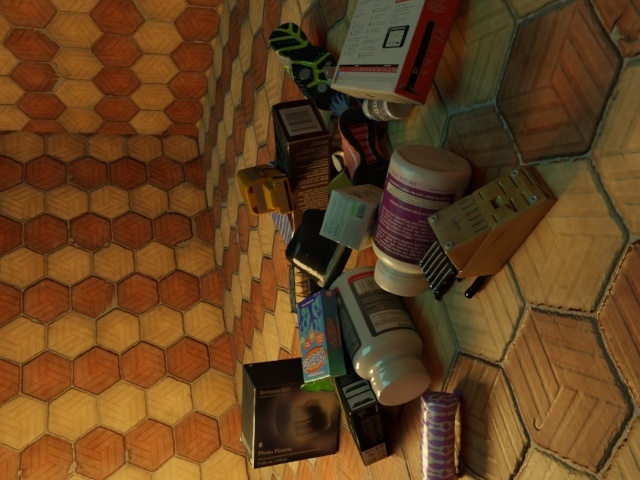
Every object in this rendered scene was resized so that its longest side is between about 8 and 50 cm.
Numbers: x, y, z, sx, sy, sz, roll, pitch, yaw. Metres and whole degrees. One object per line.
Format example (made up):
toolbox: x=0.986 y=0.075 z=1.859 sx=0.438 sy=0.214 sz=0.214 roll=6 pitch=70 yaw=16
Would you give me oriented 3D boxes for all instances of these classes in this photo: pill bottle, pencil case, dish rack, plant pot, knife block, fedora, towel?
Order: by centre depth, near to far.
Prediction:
knife block: x=0.314 y=0.008 z=1.075 sx=0.276 sy=0.242 sz=0.088 roll=-30 pitch=54 yaw=14
pill bottle: x=0.203 y=-0.037 z=1.203 sx=0.169 sy=0.170 sz=0.301 roll=-124 pitch=38 yaw=-53
pencil case: x=0.262 y=0.431 z=1.222 sx=0.086 sy=0.088 sz=0.205 roll=-155 pitch=63 yaw=-74
pill bottle: x=0.143 y=0.230 z=1.376 sx=0.318 sy=0.177 sz=0.176 roll=-113 pitch=29 yaw=-42
pill bottle: x=0.162 y=-0.335 z=1.391 sx=0.137 sy=0.078 sz=0.078 roll=-161 pitch=70 yaw=-67
plant pot: x=0.065 y=-0.151 z=1.562 sx=0.083 sy=0.081 sz=0.081 roll=-33 pitch=12 yaw=28
fedora: x=0.000 y=0.000 z=1.570 sx=0.334 sy=0.153 sz=0.333 roll=-155 pitch=90 yaw=-85
dish rack: x=-0.054 y=0.177 z=2.014 sx=0.271 sy=0.074 sz=0.208 roll=175 pitch=93 yaw=-70
towel: x=-0.166 y=-0.154 z=2.294 sx=0.336 sy=0.040 sz=0.243 roll=-123 pitch=36 yaw=-51

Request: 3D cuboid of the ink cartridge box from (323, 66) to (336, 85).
ink cartridge box: x=0.046 y=-0.482 z=1.657 sx=0.028 sy=0.083 sz=0.048 roll=125 pitch=138 yaw=-57

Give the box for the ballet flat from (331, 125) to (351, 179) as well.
ballet flat: x=0.066 y=-0.270 z=1.647 sx=0.080 sy=0.073 sz=0.232 roll=121 pitch=141 yaw=-57

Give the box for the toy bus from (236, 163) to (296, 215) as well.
toy bus: x=-0.169 y=-0.155 z=1.711 sx=0.332 sy=0.130 sz=0.108 roll=-133 pitch=31 yaw=-69

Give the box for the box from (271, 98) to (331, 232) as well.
box: x=-0.054 y=-0.225 z=1.756 sx=0.381 sy=0.143 sz=0.191 roll=92 pitch=162 yaw=-50

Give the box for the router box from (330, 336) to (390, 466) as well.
router box: x=0.092 y=0.423 z=1.513 sx=0.308 sy=0.081 sz=0.242 roll=77 pitch=170 yaw=-45

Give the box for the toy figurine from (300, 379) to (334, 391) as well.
toy figurine: x=0.019 y=0.381 z=1.770 sx=0.130 sy=0.173 sz=0.159 roll=56 pitch=-156 yaw=-50

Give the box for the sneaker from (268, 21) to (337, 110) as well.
sneaker: x=-0.025 y=-0.547 z=1.810 sx=0.384 sy=0.145 sz=0.147 roll=61 pitch=-172 yaw=30

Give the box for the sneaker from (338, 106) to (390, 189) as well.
sneaker: x=0.128 y=-0.194 z=1.501 sx=0.136 sy=0.116 sz=0.313 roll=75 pitch=-177 yaw=-76

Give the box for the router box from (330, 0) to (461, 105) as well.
router box: x=0.165 y=-0.468 z=1.261 sx=0.335 sy=0.082 sz=0.300 roll=38 pitch=112 yaw=62

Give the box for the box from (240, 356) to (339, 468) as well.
box: x=-0.103 y=0.562 z=1.873 sx=0.183 sy=0.297 sz=0.293 roll=-148 pitch=58 yaw=-65

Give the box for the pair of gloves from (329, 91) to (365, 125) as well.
pair of gloves: x=0.089 y=-0.405 z=1.599 sx=0.198 sy=0.023 sz=0.159 roll=-58 pitch=47 yaw=36

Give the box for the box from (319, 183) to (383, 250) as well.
box: x=0.102 y=-0.058 z=1.311 sx=0.103 sy=0.203 sz=0.114 roll=24 pitch=110 yaw=23

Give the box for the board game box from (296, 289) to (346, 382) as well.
board game box: x=-0.002 y=0.244 z=1.422 sx=0.160 sy=0.047 sz=0.210 roll=-39 pitch=55 yaw=58
